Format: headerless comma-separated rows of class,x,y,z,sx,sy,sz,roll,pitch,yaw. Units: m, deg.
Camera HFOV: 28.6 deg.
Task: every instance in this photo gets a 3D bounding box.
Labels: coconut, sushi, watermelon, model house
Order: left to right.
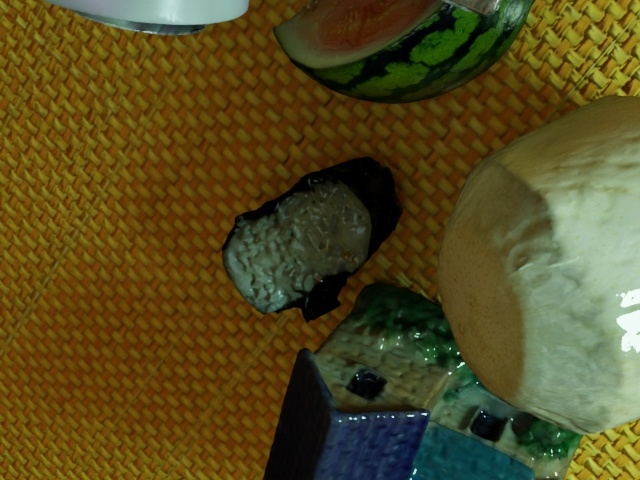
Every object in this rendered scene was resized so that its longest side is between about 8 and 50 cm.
sushi,0.000,0.000,1.395,0.212,0.115,0.147,-35,88,34
watermelon,0.083,-0.211,1.258,0.303,0.128,0.159,-26,96,32
model house,0.102,0.241,1.341,0.312,0.280,0.245,27,120,14
coconut,0.278,0.015,1.173,0.328,0.329,0.329,10,114,23

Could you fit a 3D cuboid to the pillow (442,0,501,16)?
pillow,0.160,-0.335,1.169,0.135,0.049,0.248,26,87,20

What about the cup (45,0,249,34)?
cup,-0.175,-0.405,1.242,0.253,0.253,0.372,19,115,20
